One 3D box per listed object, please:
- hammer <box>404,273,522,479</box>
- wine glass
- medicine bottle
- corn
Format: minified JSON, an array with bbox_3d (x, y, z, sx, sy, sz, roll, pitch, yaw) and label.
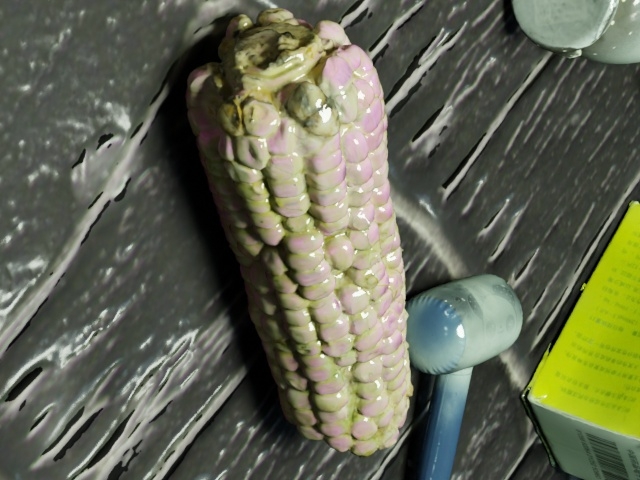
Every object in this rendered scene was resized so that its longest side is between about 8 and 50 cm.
[{"bbox_3d":[0.100,0.125,1.383,0.116,0.069,0.194,-15,120,-52],"label":"hammer"},{"bbox_3d":[0.245,-0.200,1.404,0.204,0.111,0.111,-6,109,-53],"label":"wine glass"},{"bbox_3d":[0.314,0.107,1.604,0.250,0.141,0.137,-57,145,-22],"label":"medicine bottle"},{"bbox_3d":[0.001,0.001,1.147,0.126,0.126,0.335,-47,139,-33],"label":"corn"}]
